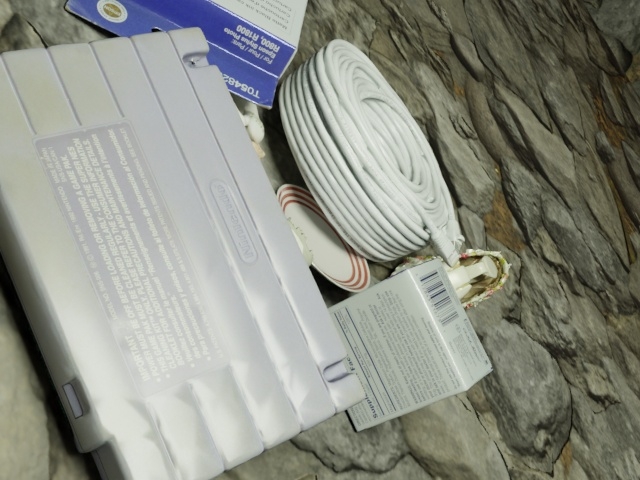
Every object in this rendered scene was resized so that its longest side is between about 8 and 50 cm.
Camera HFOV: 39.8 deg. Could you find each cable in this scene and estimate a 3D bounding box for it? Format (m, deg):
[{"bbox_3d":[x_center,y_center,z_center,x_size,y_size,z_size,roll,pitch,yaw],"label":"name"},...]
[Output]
[{"bbox_3d":[0.054,-0.101,1.012,0.257,0.089,0.257,43,29,-34],"label":"cable"}]

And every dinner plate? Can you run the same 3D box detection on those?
[{"bbox_3d":[0.000,0.000,0.934,0.141,0.017,0.141,42,23,-23],"label":"dinner plate"}]

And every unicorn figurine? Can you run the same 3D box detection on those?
[{"bbox_3d":[-0.085,-0.153,0.927,0.111,0.060,0.162,18,67,-54],"label":"unicorn figurine"}]

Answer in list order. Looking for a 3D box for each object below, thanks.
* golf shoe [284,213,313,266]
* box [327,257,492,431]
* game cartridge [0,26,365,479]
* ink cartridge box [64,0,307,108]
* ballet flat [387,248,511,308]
[{"bbox_3d":[-0.087,-0.008,0.825,0.176,0.069,0.086,39,57,-21],"label":"golf shoe"},{"bbox_3d":[0.076,0.103,0.873,0.072,0.137,0.126,-18,81,-57],"label":"box"},{"bbox_3d":[-0.128,0.009,0.698,0.230,0.068,0.355,-19,82,-34],"label":"game cartridge"},{"bbox_3d":[-0.121,-0.263,0.904,0.223,0.045,0.224,24,46,-17],"label":"ink cartridge box"},{"bbox_3d":[0.158,0.047,1.073,0.241,0.077,0.091,-17,81,-55],"label":"ballet flat"}]
